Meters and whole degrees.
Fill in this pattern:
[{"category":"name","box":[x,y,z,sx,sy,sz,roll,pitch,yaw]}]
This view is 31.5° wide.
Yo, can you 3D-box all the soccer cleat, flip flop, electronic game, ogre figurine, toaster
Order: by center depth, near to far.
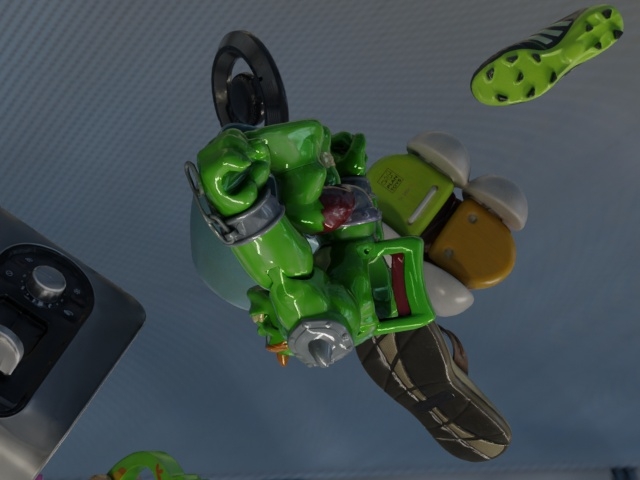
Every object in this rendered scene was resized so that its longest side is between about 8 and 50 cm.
[{"category":"toaster","box":[-0.198,0.062,0.495,0.168,0.110,0.185,36,120,-7]},{"category":"ogre figurine","box":[0.000,0.000,0.582,0.097,0.118,0.197,-20,177,-1]},{"category":"soccer cleat","box":[0.232,-0.192,1.184,0.179,0.060,0.072,-28,-164,-6]},{"category":"flip flop","box":[0.139,0.154,1.363,0.112,0.080,0.277,-27,116,33]},{"category":"electronic game","box":[-0.117,-0.234,1.882,0.048,0.229,0.229,-17,153,-28]}]

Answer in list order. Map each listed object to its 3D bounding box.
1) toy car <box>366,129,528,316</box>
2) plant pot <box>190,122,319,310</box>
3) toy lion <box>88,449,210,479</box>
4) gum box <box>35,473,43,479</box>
[{"category":"toy car","box":[0.118,-0.016,1.210,0.159,0.182,0.136,-53,-177,-11]},{"category":"plant pot","box":[-0.083,-0.010,1.698,0.290,0.290,0.195,15,121,-48]},{"category":"toy lion","box":[-0.093,0.172,0.689,0.096,0.100,0.034,-39,151,30]},{"category":"gum box","box":[-0.248,0.200,0.736,0.107,0.062,0.188,7,153,-19]}]
